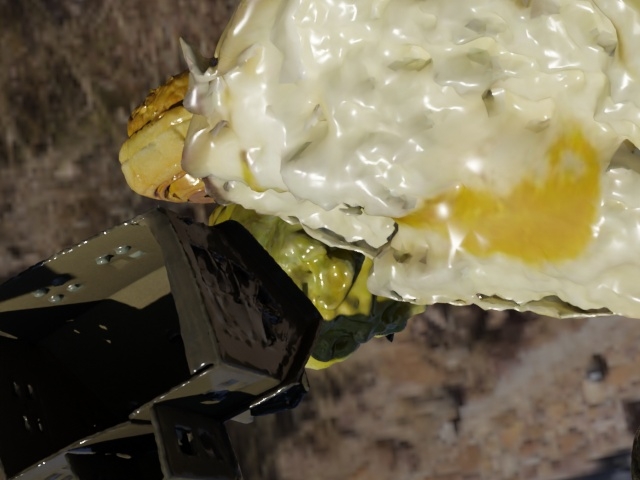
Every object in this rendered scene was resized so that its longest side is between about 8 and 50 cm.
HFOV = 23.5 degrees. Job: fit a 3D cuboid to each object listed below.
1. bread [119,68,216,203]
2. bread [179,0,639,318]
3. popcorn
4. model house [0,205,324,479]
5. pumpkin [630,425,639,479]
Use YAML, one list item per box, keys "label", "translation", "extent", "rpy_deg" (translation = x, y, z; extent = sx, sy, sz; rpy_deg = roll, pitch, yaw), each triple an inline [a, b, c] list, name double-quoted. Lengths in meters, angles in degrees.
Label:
- label: "bread"
  translation: [-0.125, -0.120, 1.795]
  extent: [0.198, 0.120, 0.236]
  rpy_deg: [0, 160, -40]
- label: "bread"
  translation: [0.128, -0.176, 0.949]
  extent: [0.361, 0.394, 0.250]
  rpy_deg: [6, 140, 27]
- label: "popcorn"
  translation: [0.009, 0.002, 1.529]
  extent: [0.225, 0.249, 0.249]
  rpy_deg: [25, 145, -28]
- label: "model house"
  translation: [-0.097, 0.117, 1.118]
  extent: [0.211, 0.204, 0.243]
  rpy_deg: [-28, 157, 19]
- label: "pumpkin"
  translation: [0.294, 0.113, 0.968]
  extent: [0.211, 0.152, 0.212]
  rpy_deg: [-16, 133, -18]
